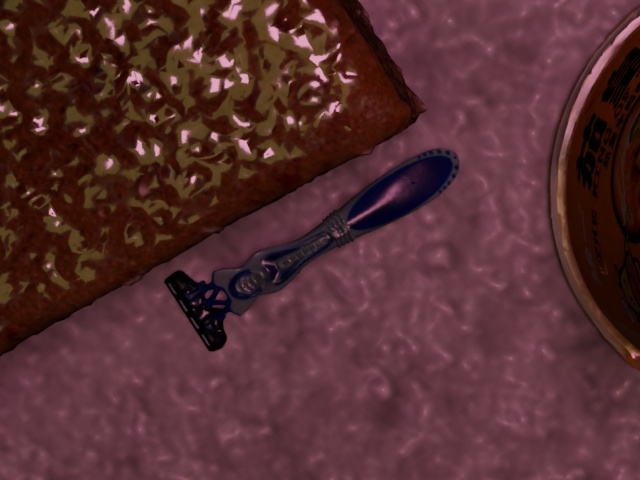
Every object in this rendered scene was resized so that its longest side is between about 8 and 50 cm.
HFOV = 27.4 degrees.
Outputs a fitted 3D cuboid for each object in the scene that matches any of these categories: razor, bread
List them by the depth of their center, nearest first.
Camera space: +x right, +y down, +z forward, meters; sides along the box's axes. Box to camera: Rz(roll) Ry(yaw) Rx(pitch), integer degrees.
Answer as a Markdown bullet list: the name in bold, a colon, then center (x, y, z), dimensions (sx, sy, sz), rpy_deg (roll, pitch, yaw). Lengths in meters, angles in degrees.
- **bread**: center (-0.172, -0.020, 0.597), dimensions (0.416, 0.113, 0.165), rpy_deg (-29, 95, 11)
- **razor**: center (-0.001, 0.001, 0.625), dimensions (0.154, 0.028, 0.044), rpy_deg (-30, 96, 10)

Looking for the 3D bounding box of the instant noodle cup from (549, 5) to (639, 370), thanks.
- **instant noodle cup**: center (0.208, -0.011, 0.530), dimensions (0.215, 0.172, 0.216), rpy_deg (1, 100, 4)
